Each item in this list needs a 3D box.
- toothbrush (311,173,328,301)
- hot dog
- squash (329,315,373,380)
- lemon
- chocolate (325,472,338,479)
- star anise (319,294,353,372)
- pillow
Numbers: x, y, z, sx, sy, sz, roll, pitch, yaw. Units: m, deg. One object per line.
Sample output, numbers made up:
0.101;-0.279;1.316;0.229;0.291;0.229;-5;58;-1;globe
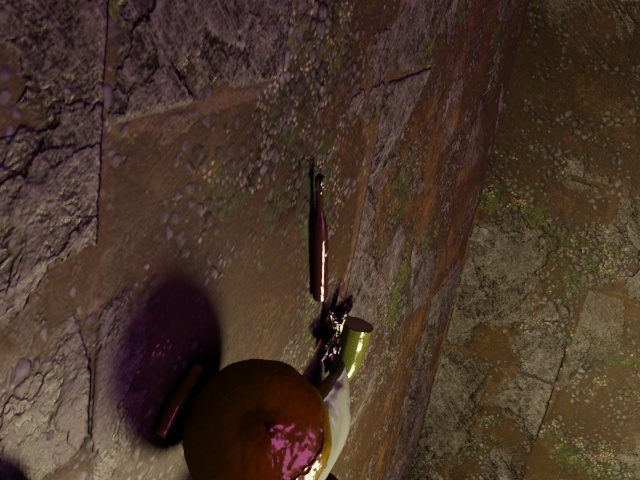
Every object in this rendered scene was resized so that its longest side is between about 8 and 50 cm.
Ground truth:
-0.001;0.000;1.728;0.041;0.040;0.364;-52;153;-41;toothbrush
-0.245;0.273;1.358;0.137;0.028;0.044;-60;-177;-20;hot dog
0.073;0.304;2.125;0.095;0.095;0.188;-23;133;-63;squash
-0.113;0.347;1.416;0.293;0.292;0.293;-52;153;-42;lemon
0.008;0.758;2.364;0.149;0.080;0.125;-65;159;-12;chocolate
0.028;0.231;1.986;0.213;0.053;0.157;-68;161;-3;star anise
-0.008;0.515;2.050;0.313;0.119;0.310;86;28;-45;pillow
